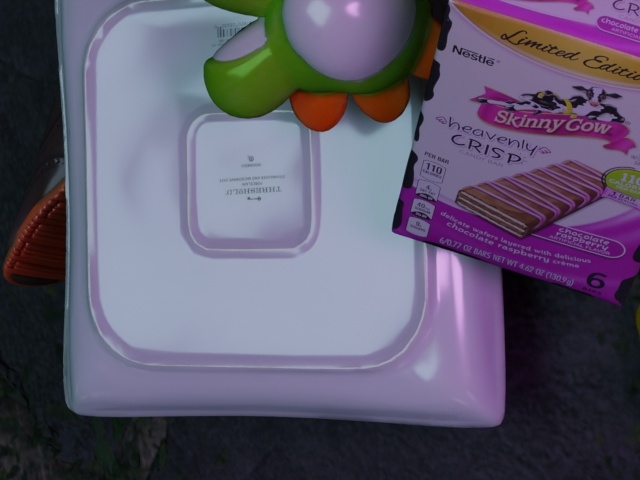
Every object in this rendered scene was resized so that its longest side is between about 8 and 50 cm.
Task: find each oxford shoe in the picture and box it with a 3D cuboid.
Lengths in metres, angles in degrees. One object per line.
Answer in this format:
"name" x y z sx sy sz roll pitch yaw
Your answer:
"oxford shoe" -0.184 -0.071 1.521 0.271 0.097 0.098 -51 48 29

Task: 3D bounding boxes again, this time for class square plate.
"square plate" -0.043 -0.042 1.312 0.347 0.049 0.344 -1 92 24

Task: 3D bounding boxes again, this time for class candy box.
"candy box" 0.140 -0.069 1.116 0.159 0.071 0.233 18 146 5

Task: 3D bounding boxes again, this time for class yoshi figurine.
"yoshi figurine" 0.046 -0.219 1.150 0.362 0.203 0.203 -33 63 24

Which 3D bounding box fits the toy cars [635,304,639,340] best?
"toy cars" 0.254 0.131 1.156 0.176 0.087 0.393 -125 36 -70
